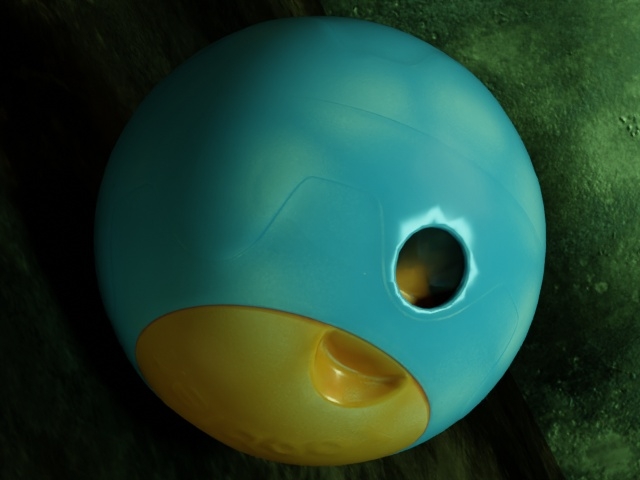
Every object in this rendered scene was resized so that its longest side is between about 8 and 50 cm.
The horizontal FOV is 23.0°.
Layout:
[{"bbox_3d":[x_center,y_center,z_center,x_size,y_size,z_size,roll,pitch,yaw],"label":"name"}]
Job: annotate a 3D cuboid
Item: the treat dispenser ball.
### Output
[{"bbox_3d":[0.000,0.000,1.008,0.288,0.288,0.288,59,13,-22],"label":"treat dispenser ball"}]
